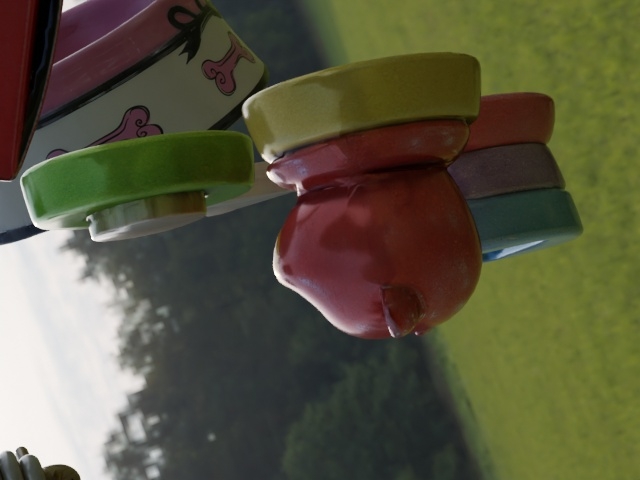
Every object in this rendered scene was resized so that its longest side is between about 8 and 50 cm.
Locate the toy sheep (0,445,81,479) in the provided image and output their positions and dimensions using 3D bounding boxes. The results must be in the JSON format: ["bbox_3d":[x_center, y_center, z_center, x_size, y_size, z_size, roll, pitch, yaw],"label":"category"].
[{"bbox_3d":[-0.233,0.190,1.049,0.091,0.132,0.091,161,90,-74],"label":"toy sheep"}]

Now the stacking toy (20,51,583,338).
[{"bbox_3d":[0.000,0.000,0.849,0.309,0.279,0.130,0,-102,-65],"label":"stacking toy"}]

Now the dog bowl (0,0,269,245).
[{"bbox_3d":[-0.270,-0.161,1.671,0.150,0.408,0.408,62,-176,-21],"label":"dog bowl"}]

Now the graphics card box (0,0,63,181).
[{"bbox_3d":[-0.282,-0.105,0.471,0.233,0.371,0.094,-132,50,-64],"label":"graphics card box"}]
